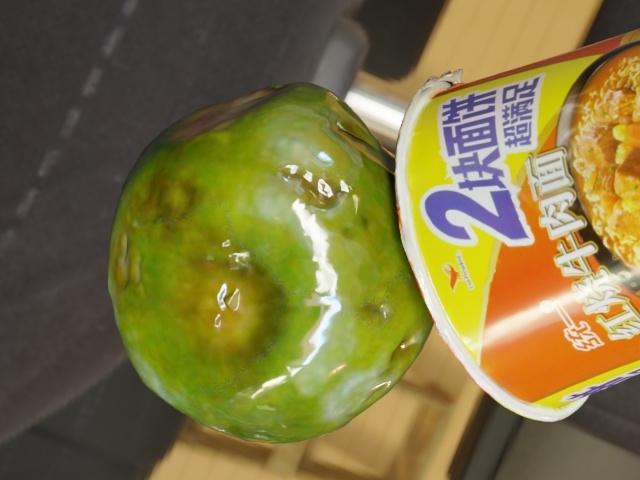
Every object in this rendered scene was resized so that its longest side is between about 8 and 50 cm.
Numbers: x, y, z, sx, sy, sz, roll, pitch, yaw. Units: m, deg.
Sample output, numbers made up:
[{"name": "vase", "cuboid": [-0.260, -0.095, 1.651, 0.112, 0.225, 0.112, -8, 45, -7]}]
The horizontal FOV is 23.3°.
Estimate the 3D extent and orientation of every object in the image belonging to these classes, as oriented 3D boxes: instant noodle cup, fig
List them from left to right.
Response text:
[{"name": "fig", "cuboid": [0.000, 0.000, 0.952, 0.275, 0.206, 0.206, -29, 146, -63]}, {"name": "instant noodle cup", "cuboid": [0.170, -0.022, 0.856, 0.174, 0.213, 0.213, -23, -148, 35]}]
